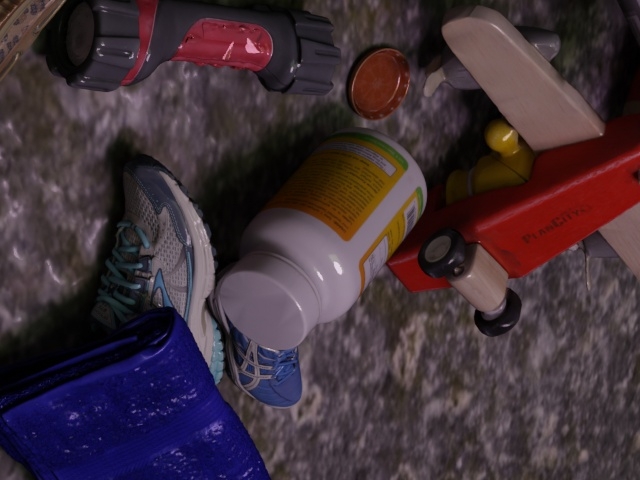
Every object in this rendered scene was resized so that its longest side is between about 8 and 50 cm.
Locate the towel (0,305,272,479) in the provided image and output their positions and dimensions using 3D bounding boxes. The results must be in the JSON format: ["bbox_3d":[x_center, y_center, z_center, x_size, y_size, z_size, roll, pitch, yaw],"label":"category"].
[{"bbox_3d":[-0.193,0.220,1.608,0.227,0.076,0.308,-21,132,5],"label":"towel"}]

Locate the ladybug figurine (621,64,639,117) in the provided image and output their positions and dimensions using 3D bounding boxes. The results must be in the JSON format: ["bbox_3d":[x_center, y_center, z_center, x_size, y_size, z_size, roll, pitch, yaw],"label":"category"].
[{"bbox_3d":[0.520,-0.238,1.952,0.449,0.162,0.305,-57,155,-3],"label":"ladybug figurine"}]

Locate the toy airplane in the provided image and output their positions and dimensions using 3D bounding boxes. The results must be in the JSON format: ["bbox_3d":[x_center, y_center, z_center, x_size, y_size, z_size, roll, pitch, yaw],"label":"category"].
[{"bbox_3d":[0.282,-0.095,1.778,0.384,0.272,0.386,3,129,-9],"label":"toy airplane"}]

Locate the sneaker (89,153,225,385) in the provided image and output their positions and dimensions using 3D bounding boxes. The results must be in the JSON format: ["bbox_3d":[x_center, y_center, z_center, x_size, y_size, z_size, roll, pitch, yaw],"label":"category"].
[{"bbox_3d":[-0.173,0.051,1.581,0.122,0.110,0.283,-22,122,-24],"label":"sneaker"}]

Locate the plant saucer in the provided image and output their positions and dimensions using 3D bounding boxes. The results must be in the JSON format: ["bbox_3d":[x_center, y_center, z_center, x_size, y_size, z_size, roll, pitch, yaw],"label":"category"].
[{"bbox_3d":[0.064,-0.174,1.731,0.083,0.013,0.084,-18,122,-32],"label":"plant saucer"}]

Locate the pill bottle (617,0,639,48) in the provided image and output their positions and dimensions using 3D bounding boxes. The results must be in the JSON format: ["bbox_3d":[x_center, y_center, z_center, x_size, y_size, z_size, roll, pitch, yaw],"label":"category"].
[{"bbox_3d":[0.377,-0.358,1.733,0.161,0.161,0.283,-30,99,-25],"label":"pill bottle"}]

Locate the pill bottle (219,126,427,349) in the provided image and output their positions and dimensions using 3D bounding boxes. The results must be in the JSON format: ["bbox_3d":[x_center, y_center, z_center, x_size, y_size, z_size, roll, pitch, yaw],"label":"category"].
[{"bbox_3d":[0.000,0.000,1.624,0.246,0.136,0.136,-50,139,-42],"label":"pill bottle"}]

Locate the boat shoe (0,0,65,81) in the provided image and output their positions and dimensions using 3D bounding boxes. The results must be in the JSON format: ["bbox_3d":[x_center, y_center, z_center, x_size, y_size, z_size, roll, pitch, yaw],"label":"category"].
[{"bbox_3d":[-0.282,-0.221,1.371,0.285,0.104,0.089,-52,172,0],"label":"boat shoe"}]

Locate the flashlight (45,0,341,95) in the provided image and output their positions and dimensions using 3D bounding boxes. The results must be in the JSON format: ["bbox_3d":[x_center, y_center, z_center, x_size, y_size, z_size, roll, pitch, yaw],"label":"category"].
[{"bbox_3d":[-0.114,-0.186,1.514,0.304,0.103,0.103,3,108,-40],"label":"flashlight"}]

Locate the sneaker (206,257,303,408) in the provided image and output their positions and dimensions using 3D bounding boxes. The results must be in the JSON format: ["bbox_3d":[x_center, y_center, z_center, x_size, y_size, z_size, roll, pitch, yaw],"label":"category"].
[{"bbox_3d":[-0.062,0.118,1.724,0.080,0.081,0.211,-41,133,-19],"label":"sneaker"}]
